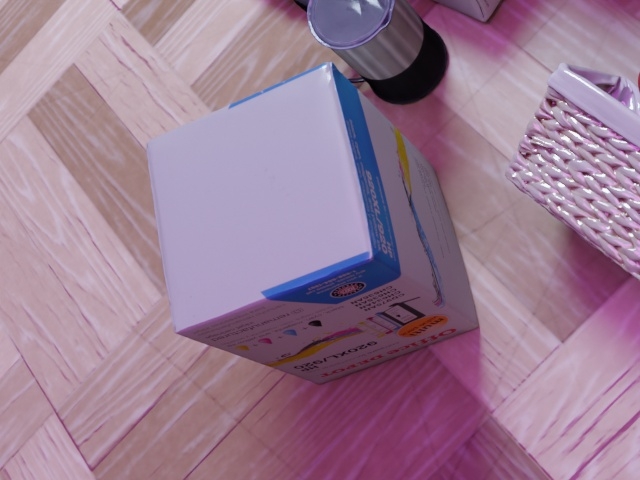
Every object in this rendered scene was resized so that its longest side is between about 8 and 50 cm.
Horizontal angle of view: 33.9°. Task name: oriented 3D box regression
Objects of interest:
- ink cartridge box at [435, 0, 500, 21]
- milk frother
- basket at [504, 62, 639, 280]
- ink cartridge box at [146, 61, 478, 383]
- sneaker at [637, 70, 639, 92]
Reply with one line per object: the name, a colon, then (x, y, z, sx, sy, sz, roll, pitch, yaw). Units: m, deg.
ink cartridge box: (0.144, -0.342, 0.997, 0.158, 0.092, 0.218, 32, 87, 33)
milk frother: (0.027, -0.162, 0.966, 0.129, 0.135, 0.143, 13, 82, 30)
basket: (0.243, -0.049, 0.813, 0.167, 0.113, 0.103, 45, 118, 33)
ink cartridge box: (0.000, 0.000, 0.865, 0.171, 0.233, 0.168, -22, 65, 20)
sneaker: (0.305, -0.154, 0.808, 0.128, 0.221, 0.087, 51, 144, 43)
